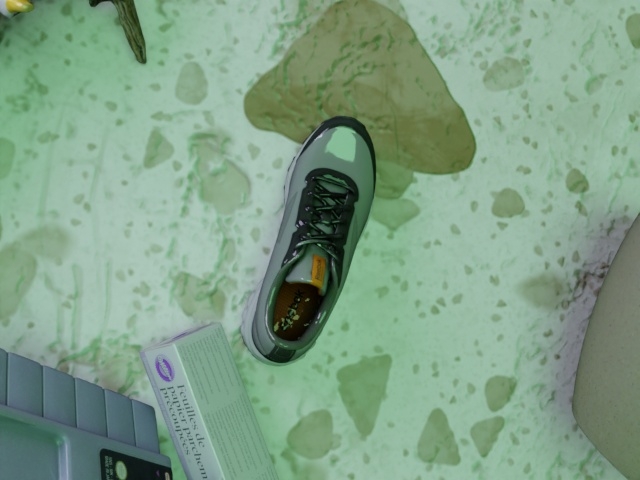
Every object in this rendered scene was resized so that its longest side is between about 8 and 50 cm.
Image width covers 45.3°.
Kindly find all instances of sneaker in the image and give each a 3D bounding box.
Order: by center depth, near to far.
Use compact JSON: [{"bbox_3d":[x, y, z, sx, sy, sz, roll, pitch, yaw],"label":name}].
[{"bbox_3d":[0.000,0.000,0.784,0.100,0.108,0.272,19,81,-10],"label":"sneaker"}]

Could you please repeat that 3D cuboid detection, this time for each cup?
[{"bbox_3d":[0.403,0.145,0.793,0.331,0.331,0.237,34,105,-9],"label":"cup"}]

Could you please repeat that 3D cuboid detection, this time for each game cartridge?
[{"bbox_3d":[-0.193,0.266,0.593,0.068,0.230,0.355,-33,51,21],"label":"game cartridge"}]

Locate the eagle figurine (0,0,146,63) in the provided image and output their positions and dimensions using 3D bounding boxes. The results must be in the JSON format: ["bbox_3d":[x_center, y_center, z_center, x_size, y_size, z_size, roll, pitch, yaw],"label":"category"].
[{"bbox_3d":[-0.311,-0.228,0.660,0.298,0.225,0.226,-23,102,-21],"label":"eagle figurine"}]

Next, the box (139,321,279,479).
[{"bbox_3d":[-0.084,0.245,0.761,0.067,0.063,0.324,-23,93,-47],"label":"box"}]
